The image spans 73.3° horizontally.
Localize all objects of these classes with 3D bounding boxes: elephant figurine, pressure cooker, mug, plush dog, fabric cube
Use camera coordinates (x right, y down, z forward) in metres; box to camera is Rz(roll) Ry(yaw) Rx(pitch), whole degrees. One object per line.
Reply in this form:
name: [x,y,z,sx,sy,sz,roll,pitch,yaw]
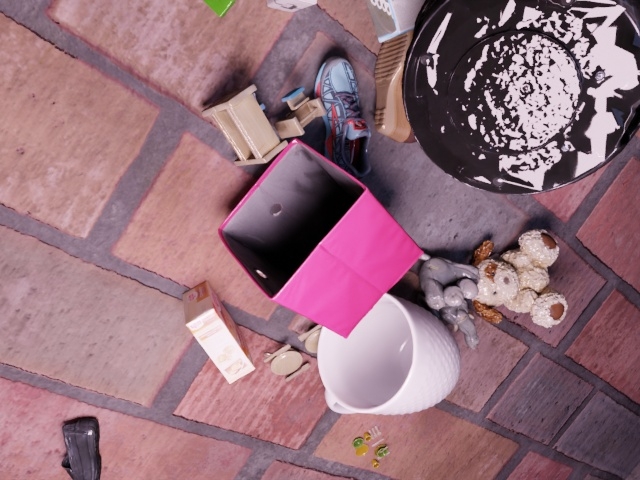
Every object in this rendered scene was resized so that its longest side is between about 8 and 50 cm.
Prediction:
elephant figurine: [0.342,0.163,1.168,0.169,0.186,0.239,-1,145,16]
pressure cooker: [0.374,-0.320,0.769,0.420,0.370,0.375,-48,141,-41]
mug: [0.169,0.324,1.101,0.374,0.276,0.328,-46,137,19]
plush dog: [0.517,0.109,1.198,0.225,0.210,0.262,-2,83,-5]
fabric cube: [0.000,0.000,0.881,0.259,0.254,0.258,-49,138,2]

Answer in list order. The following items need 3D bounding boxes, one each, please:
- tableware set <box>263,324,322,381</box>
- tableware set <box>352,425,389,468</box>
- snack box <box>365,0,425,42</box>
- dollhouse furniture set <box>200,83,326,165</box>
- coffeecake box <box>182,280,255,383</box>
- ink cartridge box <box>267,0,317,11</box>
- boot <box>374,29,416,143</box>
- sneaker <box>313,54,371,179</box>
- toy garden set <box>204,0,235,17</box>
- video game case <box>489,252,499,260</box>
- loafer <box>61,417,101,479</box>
tableware set: [-0.048,0.282,1.131,0.194,0.039,0.128,-33,129,1]
tableware set: [0.161,0.662,1.361,0.104,0.024,0.154,-27,117,-8]
snack box: [0.134,-0.561,0.797,0.187,0.060,0.322,-34,112,-30]
dollhouse furniture set: [-0.113,-0.256,0.865,0.183,0.129,0.129,-46,120,-26]
coffeecake box: [-0.232,0.204,0.973,0.068,0.142,0.185,-30,117,-7]
ink cartridge box: [-0.048,-0.478,0.778,0.056,0.135,0.099,2,110,-24]
boot: [0.222,-0.344,0.975,0.207,0.090,0.248,0,106,-35]
sneaker: [0.066,-0.253,0.909,0.104,0.125,0.262,-21,118,-22]
toy garden set: [-0.169,-0.558,0.736,0.204,0.049,0.244,42,110,-14]
video game case: [0.501,0.108,1.274,0.087,0.011,0.122,-29,117,-7]
loafer: [-0.567,0.523,1.019,0.078,0.076,0.223,1,105,-15]
